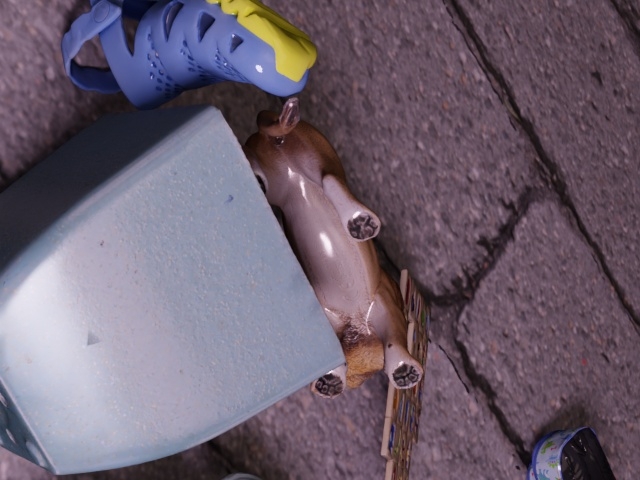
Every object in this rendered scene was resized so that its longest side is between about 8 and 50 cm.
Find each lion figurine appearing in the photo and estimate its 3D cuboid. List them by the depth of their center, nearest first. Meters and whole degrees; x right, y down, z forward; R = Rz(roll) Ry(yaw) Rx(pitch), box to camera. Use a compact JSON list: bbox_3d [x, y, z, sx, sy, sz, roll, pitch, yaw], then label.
[{"bbox_3d":[0.000,0.000,1.291,0.240,0.142,0.392,-105,-176,-60],"label":"lion figurine"}]

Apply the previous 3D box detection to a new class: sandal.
[{"bbox_3d":[-0.128,-0.171,1.205,0.126,0.317,0.138,29,88,-43],"label":"sandal"}]

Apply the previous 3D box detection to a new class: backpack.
[{"bbox_3d":[0.312,0.297,1.708,0.105,0.084,0.114,-30,104,-43],"label":"backpack"}]

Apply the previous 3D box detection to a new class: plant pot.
[{"bbox_3d":[-0.182,0.057,1.137,0.252,0.247,0.248,-35,109,-25],"label":"plant pot"}]

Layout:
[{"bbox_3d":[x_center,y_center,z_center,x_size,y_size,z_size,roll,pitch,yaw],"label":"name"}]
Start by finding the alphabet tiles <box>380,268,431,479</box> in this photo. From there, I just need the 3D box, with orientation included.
[{"bbox_3d":[0.094,0.170,1.484,0.198,0.009,0.237,55,41,-70],"label":"alphabet tiles"}]

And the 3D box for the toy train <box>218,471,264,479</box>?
[{"bbox_3d":[-0.130,0.319,1.171,0.334,0.142,0.190,0,53,-44],"label":"toy train"}]
